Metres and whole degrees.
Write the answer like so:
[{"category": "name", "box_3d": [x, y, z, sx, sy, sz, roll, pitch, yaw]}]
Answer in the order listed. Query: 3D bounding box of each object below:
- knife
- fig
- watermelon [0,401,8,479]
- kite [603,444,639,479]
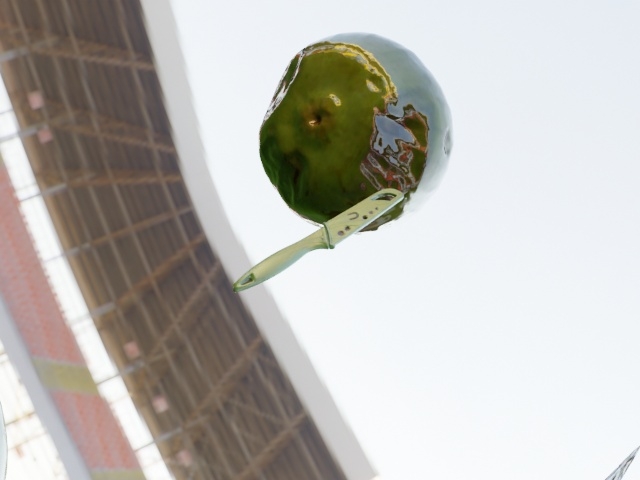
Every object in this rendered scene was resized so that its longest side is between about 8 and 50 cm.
[{"category": "knife", "box_3d": [0.000, 0.000, 1.221, 0.030, 0.207, 0.014, 45, -26, 28]}, {"category": "fig", "box_3d": [0.055, -0.126, 1.503, 0.239, 0.271, 0.240, 0, -91, 24]}, {"category": "watermelon", "box_3d": [-0.346, 0.154, 0.900, 0.242, 0.242, 0.242, 45, -32, 39]}, {"category": "kite", "box_3d": [0.299, 0.329, 1.431, 0.006, 0.244, 0.198, 38, 5, 24]}]
